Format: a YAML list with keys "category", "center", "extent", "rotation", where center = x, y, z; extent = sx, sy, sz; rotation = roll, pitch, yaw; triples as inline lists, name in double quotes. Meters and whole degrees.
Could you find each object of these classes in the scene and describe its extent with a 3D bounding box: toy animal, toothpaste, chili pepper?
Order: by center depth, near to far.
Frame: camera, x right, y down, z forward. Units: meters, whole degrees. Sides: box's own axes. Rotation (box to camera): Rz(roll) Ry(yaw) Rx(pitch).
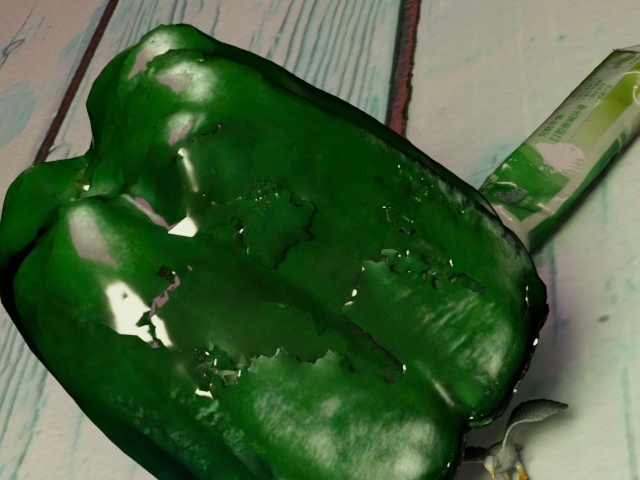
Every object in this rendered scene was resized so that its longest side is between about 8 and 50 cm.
- category: "toy animal"
  center: [0.090, 0.111, 0.947]
  extent: [0.084, 0.028, 0.050]
  rotation: [-39, 17, 12]
- category: "chili pepper"
  center: [-0.032, 0.024, 0.974]
  extent: [0.233, 0.256, 0.248]
  rotation: [-53, 18, -10]
- category: "toothpaste"
  center: [0.157, -0.056, 1.177]
  extent: [0.078, 0.047, 0.248]
  rotation: [2, 38, 45]

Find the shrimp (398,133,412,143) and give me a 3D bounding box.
- category: "shrimp"
  center: [-0.002, -0.003, 1.251]
  extent: [0.133, 0.053, 0.236]
  rotation: [-19, 23, 23]
